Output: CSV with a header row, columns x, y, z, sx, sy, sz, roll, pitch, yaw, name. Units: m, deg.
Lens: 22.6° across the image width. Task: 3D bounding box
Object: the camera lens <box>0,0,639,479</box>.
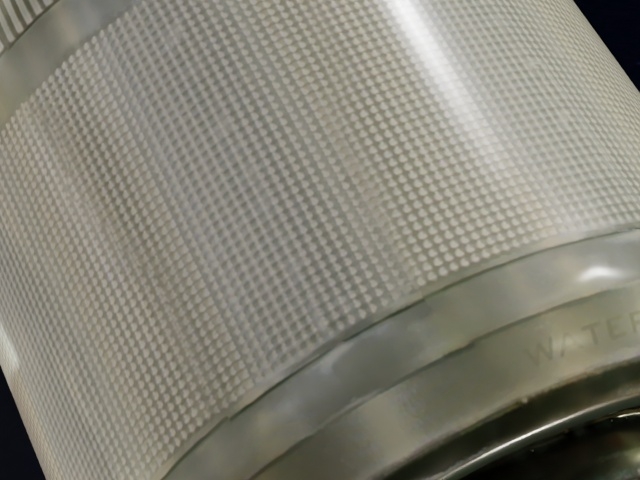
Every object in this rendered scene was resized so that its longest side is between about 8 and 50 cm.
x,y,z,sx,sy,sz,roll,pitch,yaw,name
0.000,0.000,0.516,0.219,0.219,0.274,-42,-122,22,camera lens
